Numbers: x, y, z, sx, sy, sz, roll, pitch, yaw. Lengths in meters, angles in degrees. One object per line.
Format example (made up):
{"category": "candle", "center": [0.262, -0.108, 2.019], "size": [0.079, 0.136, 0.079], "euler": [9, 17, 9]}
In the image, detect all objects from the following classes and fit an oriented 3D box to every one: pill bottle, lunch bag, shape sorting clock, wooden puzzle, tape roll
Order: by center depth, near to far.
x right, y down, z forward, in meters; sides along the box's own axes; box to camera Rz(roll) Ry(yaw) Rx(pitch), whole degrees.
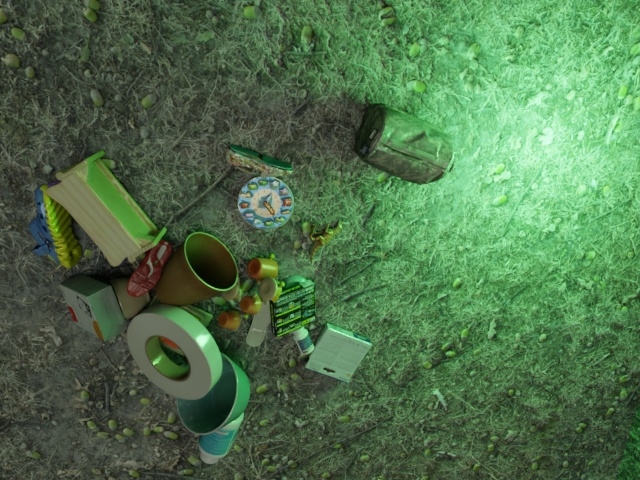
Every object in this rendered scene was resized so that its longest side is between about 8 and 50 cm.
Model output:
{"category": "lunch bag", "center": [0.279, -0.321, 1.473], "size": [0.305, 0.256, 0.212], "euler": [18, 107, -14]}
{"category": "shape sorting clock", "center": [-0.199, -0.136, 1.592], "size": [0.206, 0.040, 0.206], "euler": [-3, 111, -7]}
{"category": "tape roll", "center": [-0.544, 0.417, 1.613], "size": [0.392, 0.072, 0.391], "euler": [10, 118, 20]}
{"category": "wooden puzzle", "center": [-0.581, 0.332, 1.719], "size": [0.239, 0.044, 0.221], "euler": [30, 104, -18]}
{"category": "pill bottle", "center": [-0.076, 0.409, 1.810], "size": [0.067, 0.067, 0.120], "euler": [-21, 113, 0]}
{"category": "pill bottle", "center": [-0.439, 0.832, 1.881], "size": [0.146, 0.146, 0.264], "euler": [19, 107, -15]}

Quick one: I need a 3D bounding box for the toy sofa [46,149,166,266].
{"category": "toy sofa", "center": [-0.713, -0.103, 1.472], "size": [0.177, 0.150, 0.362], "euler": [-29, 112, 9]}

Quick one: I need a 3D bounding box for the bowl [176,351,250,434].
{"category": "bowl", "center": [-0.404, 0.609, 1.743], "size": [0.311, 0.311, 0.163], "euler": [-43, 144, 9]}

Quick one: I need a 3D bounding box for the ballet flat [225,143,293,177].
{"category": "ballet flat", "center": [-0.218, -0.264, 1.523], "size": [0.241, 0.091, 0.077], "euler": [19, 118, -6]}

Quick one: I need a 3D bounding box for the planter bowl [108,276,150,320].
{"category": "planter bowl", "center": [-0.697, 0.204, 1.603], "size": [0.109, 0.162, 0.162], "euler": [-20, 116, -32]}

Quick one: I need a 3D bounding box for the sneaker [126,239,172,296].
{"category": "sneaker", "center": [-0.615, 0.099, 1.566], "size": [0.087, 0.128, 0.221], "euler": [40, 75, -22]}

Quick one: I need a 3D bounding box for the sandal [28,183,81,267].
{"category": "sandal", "center": [-0.916, -0.044, 1.465], "size": [0.138, 0.126, 0.317], "euler": [9, 122, -1]}

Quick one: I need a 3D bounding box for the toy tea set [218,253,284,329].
{"category": "toy tea set", "center": [-0.260, 0.206, 1.665], "size": [0.336, 0.200, 0.124], "euler": [-37, 149, 23]}

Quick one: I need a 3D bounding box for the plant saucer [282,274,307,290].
{"category": "plant saucer", "center": [-0.102, 0.198, 1.748], "size": [0.119, 0.021, 0.119], "euler": [-3, 112, -8]}

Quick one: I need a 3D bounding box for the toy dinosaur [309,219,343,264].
{"category": "toy dinosaur", "center": [0.000, 0.000, 1.663], "size": [0.112, 0.064, 0.211], "euler": [41, 101, -21]}

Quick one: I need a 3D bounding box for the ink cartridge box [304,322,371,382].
{"category": "ink cartridge box", "center": [0.072, 0.486, 1.874], "size": [0.223, 0.045, 0.224], "euler": [25, 107, -16]}

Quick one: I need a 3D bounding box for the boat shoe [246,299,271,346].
{"category": "boat shoe", "center": [-0.228, 0.305, 1.741], "size": [0.095, 0.079, 0.254], "euler": [15, 111, -16]}

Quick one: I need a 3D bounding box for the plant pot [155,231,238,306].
{"category": "plant pot", "center": [-0.474, 0.133, 1.576], "size": [0.254, 0.237, 0.237], "euler": [-33, 113, 23]}

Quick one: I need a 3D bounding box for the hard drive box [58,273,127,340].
{"category": "hard drive box", "center": [-0.811, 0.234, 1.552], "size": [0.089, 0.232, 0.181], "euler": [-32, 121, -44]}

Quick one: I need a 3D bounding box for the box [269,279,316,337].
{"category": "box", "center": [-0.106, 0.266, 1.712], "size": [0.191, 0.045, 0.184], "euler": [-19, 125, -29]}
